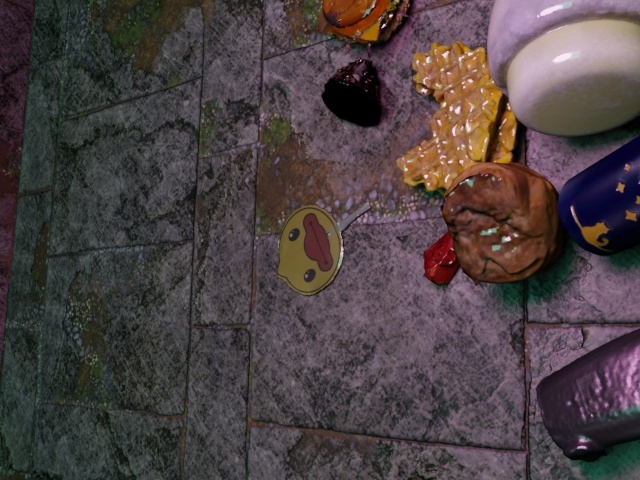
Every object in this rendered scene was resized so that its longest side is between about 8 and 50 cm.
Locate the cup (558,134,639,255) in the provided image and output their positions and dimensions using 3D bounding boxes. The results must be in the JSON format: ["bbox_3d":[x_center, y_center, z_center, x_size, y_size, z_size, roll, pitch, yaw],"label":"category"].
[{"bbox_3d":[0.562,-0.046,1.248,0.256,0.178,0.255,-44,63,61],"label":"cup"}]

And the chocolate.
[{"bbox_3d":[0.094,-0.378,1.774,0.156,0.156,0.133,9,60,39],"label":"chocolate"}]

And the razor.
[{"bbox_3d":[0.547,0.262,1.287,0.327,0.107,0.189,-33,47,30],"label":"razor"}]

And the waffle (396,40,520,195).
[{"bbox_3d":[0.291,-0.253,1.561,0.261,0.151,0.324,3,87,42],"label":"waffle"}]

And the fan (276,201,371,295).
[{"bbox_3d":[-0.001,0.000,1.837,0.335,0.011,0.229,-37,61,28],"label":"fan"}]

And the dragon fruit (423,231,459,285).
[{"bbox_3d":[0.271,0.027,1.584,0.131,0.063,0.097,-44,58,24],"label":"dragon fruit"}]

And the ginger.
[{"bbox_3d":[0.360,-0.051,1.414,0.200,0.223,0.269,-9,115,28],"label":"ginger"}]

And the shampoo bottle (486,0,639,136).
[{"bbox_3d":[0.467,-0.374,1.338,0.322,0.322,0.317,-17,59,35],"label":"shampoo bottle"}]

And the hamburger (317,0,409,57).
[{"bbox_3d":[0.112,-0.569,1.764,0.243,0.139,0.261,29,96,40],"label":"hamburger"}]
